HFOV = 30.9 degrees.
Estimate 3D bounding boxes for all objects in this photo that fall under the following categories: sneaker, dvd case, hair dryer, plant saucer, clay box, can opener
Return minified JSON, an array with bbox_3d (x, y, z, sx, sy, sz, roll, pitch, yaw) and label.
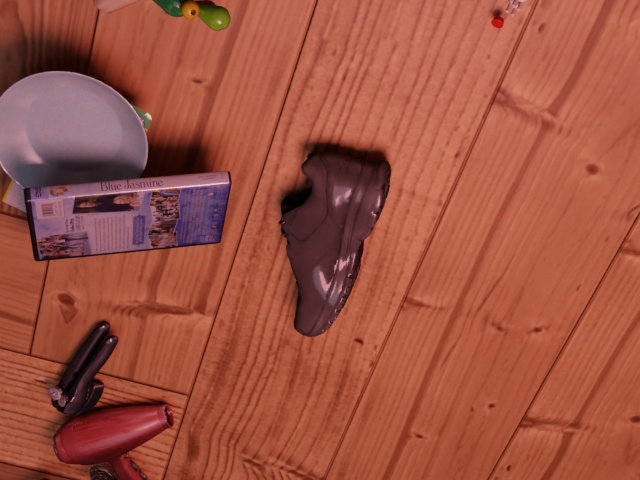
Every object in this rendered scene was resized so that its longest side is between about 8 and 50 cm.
[{"bbox_3d":[0.000,0.000,1.550,0.130,0.109,0.286,19,118,2],"label":"sneaker"},{"bbox_3d":[-0.246,-0.030,1.491,0.253,0.022,0.180,-6,156,-13],"label":"dvd case"},{"bbox_3d":[-0.320,0.342,1.840,0.223,0.080,0.293,16,133,-27],"label":"hair dryer"},{"bbox_3d":[-0.308,-0.130,1.435,0.194,0.037,0.195,1,126,1],"label":"plant saucer"},{"bbox_3d":[-0.312,-0.115,1.503,0.127,0.053,0.222,26,122,-15],"label":"clay box"},{"bbox_3d":[-0.353,0.192,1.736,0.059,0.073,0.186,43,123,21],"label":"can opener"}]

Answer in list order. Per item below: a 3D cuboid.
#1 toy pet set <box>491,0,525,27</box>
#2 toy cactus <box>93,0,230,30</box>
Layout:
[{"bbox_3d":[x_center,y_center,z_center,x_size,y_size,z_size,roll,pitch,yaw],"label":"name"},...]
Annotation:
[{"bbox_3d":[0.198,-0.320,1.332,0.122,0.065,0.114,32,157,-15],"label":"toy pet set"},{"bbox_3d":[-0.197,-0.323,1.333,0.180,0.112,0.219,-23,126,41],"label":"toy cactus"}]
